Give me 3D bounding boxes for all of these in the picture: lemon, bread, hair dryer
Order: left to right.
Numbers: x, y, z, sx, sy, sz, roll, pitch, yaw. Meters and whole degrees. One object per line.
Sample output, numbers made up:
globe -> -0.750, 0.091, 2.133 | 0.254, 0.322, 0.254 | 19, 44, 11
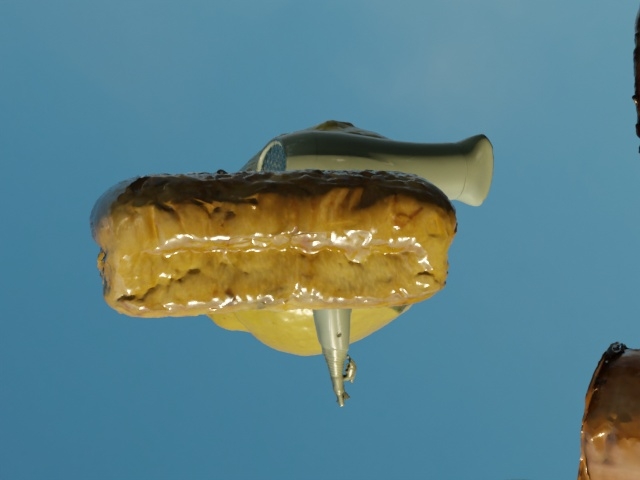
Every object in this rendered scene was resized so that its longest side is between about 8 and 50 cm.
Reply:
bread -> -0.029, 0.000, 0.887 | 0.211, 0.114, 0.083 | -1, -88, -10
lemon -> 0.000, 0.000, 1.597 | 0.233, 0.288, 0.233 | 57, 179, 2
hair dryer -> 0.045, 0.025, 1.281 | 0.206, 0.237, 0.075 | 0, -169, -25

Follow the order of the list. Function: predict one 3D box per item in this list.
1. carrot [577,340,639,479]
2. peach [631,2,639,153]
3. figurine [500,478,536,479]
carrot -> 0.328, 0.187, 1.132 | 0.254, 0.196, 0.196 | 10, -154, 23
peach -> 0.286, -0.097, 1.145 | 0.279, 0.068, 0.189 | -45, -61, -66
figurine -> 0.185, 0.369, 1.224 | 0.394, 0.275, 0.226 | -61, -35, -53
